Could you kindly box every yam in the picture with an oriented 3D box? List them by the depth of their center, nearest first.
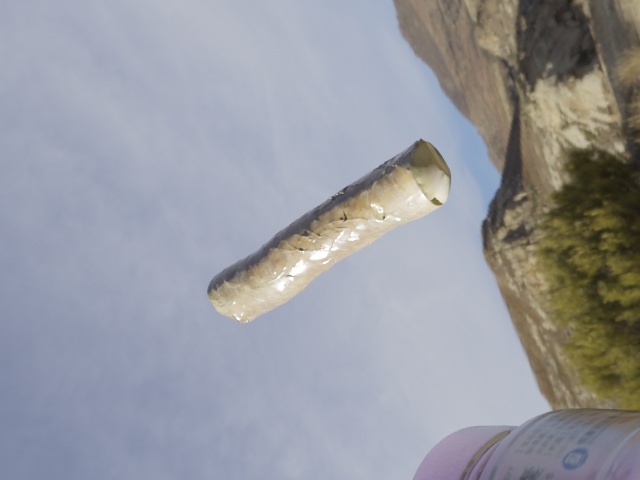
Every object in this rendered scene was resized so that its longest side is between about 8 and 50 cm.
[{"bbox_3d":[0.000,0.000,0.637,0.066,0.299,0.066,27,-134,-32],"label":"yam"}]

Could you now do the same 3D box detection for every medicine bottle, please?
[{"bbox_3d":[0.232,0.266,0.574,0.241,0.302,0.241,6,-104,-24],"label":"medicine bottle"}]
